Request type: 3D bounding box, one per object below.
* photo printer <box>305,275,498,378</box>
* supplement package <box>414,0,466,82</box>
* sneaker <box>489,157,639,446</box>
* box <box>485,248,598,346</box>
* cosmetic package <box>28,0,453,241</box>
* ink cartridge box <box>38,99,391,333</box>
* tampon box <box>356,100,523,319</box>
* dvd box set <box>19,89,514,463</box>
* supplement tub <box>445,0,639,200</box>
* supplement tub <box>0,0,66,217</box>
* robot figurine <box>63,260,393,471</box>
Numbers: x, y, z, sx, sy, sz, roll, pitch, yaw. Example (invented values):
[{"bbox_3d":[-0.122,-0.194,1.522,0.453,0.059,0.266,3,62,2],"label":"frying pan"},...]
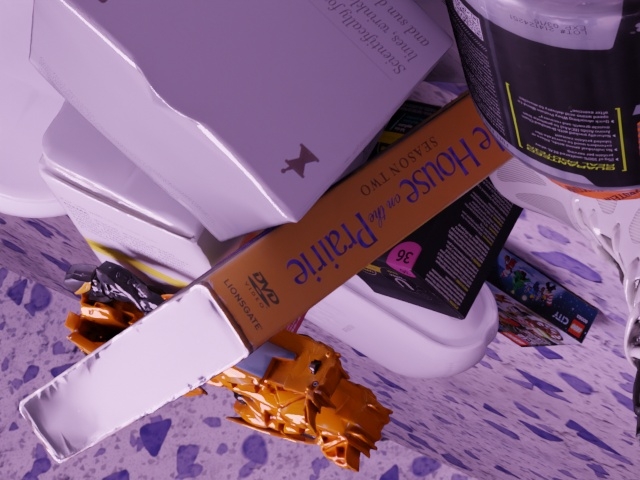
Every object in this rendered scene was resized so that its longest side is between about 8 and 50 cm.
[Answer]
[{"bbox_3d":[0.043,0.043,2.141,0.307,0.107,0.256,32,166,-5],"label":"photo printer"},{"bbox_3d":[0.060,-0.187,1.456,0.105,0.105,0.179,37,165,-31],"label":"supplement package"},{"bbox_3d":[0.244,0.021,1.505,0.169,0.257,0.447,38,164,-33],"label":"sneaker"},{"bbox_3d":[0.173,0.040,2.187,0.233,0.044,0.159,33,166,-13],"label":"box"},{"bbox_3d":[-0.071,-0.126,1.328,0.217,0.156,0.385,44,171,-7],"label":"cosmetic package"},{"bbox_3d":[-0.076,-0.078,1.761,0.160,0.279,0.384,25,166,16],"label":"ink cartridge box"},{"bbox_3d":[0.102,-0.029,1.828,0.120,0.161,0.101,16,161,44],"label":"tampon box"},{"bbox_3d":[0.000,0.000,1.475,0.062,0.420,0.307,56,142,-2],"label":"dvd box set"},{"bbox_3d":[0.170,-0.150,1.169,0.193,0.193,0.316,25,165,18],"label":"supplement tub"},{"bbox_3d":[-0.275,-0.143,1.927,0.235,0.235,0.325,32,179,-8],"label":"supplement tub"},{"bbox_3d":[-0.093,0.103,1.697,0.291,0.085,0.211,16,162,29],"label":"robot figurine"}]
